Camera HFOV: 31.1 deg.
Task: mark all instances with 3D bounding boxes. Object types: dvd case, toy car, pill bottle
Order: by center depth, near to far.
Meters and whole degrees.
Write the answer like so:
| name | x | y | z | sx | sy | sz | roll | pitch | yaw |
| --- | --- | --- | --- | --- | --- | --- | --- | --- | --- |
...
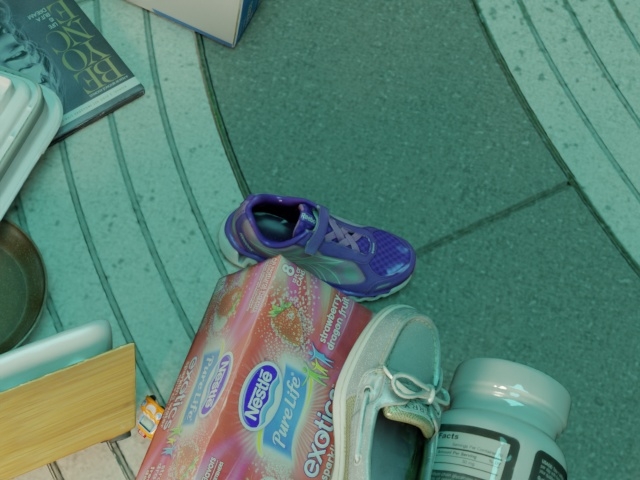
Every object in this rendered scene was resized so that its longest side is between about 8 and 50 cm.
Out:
| name | x | y | z | sx | sy | sz | roll | pitch | yaw |
| --- | --- | --- | --- | --- | --- | --- | --- | --- | --- |
| pill bottle | 0.166 | 0.275 | 1.200 | 0.162 | 0.162 | 0.278 | 21 | 63 | 1 |
| toy car | -0.152 | 0.221 | 1.233 | 0.122 | 0.060 | 0.040 | 42 | 75 | 12 |
| dvd case | -0.350 | -0.228 | 1.436 | 0.164 | 0.018 | 0.221 | -33 | 74 | -21 |

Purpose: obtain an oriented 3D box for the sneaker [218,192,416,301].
| name | x | y | z | sx | sy | sz | roll | pitch | yaw |
| --- | --- | --- | --- | --- | --- | --- | --- | --- | --- |
| sneaker | 0.000 | 0.000 | 1.336 | 0.236 | 0.104 | 0.095 | 14 | 62 | -4 |

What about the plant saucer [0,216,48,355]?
| name | x | y | z | sx | sy | sz | roll | pitch | yaw |
| --- | --- | --- | --- | --- | --- | --- | --- | --- | --- |
| plant saucer | -0.405 | 0.058 | 1.283 | 0.198 | 0.036 | 0.199 | 4 | 65 | -8 |

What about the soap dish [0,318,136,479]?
| name | x | y | z | sx | sy | sz | roll | pitch | yaw |
| --- | --- | --- | --- | --- | --- | --- | --- | --- | --- |
| soap dish | -0.322 | 0.184 | 1.141 | 0.291 | 0.229 | 0.118 | -20 | 86 | -17 |

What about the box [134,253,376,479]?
| name | x | y | z | sx | sy | sz | roll | pitch | yaw |
| --- | --- | --- | --- | --- | --- | --- | --- | --- | --- |
| box | -0.068 | 0.186 | 1.189 | 0.154 | 0.142 | 0.300 | 33 | 61 | -22 |

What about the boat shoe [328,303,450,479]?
| name | x | y | z | sx | sy | sz | roll | pitch | yaw |
| --- | --- | --- | --- | --- | --- | --- | --- | --- | --- |
| boat shoe | 0.071 | 0.213 | 1.128 | 0.118 | 0.103 | 0.320 | 35 | 61 | -33 |

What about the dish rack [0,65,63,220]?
| name | x | y | z | sx | sy | sz | roll | pitch | yaw |
| --- | --- | --- | --- | --- | --- | --- | --- | --- | --- |
| dish rack | -0.482 | -0.099 | 1.299 | 0.285 | 0.072 | 0.333 | 18 | 61 | 9 |

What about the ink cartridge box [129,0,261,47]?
| name | x | y | z | sx | sy | sz | roll | pitch | yaw |
| --- | --- | --- | --- | --- | --- | --- | --- | --- | --- |
| ink cartridge box | -0.142 | -0.440 | 1.507 | 0.223 | 0.129 | 0.307 | 24 | 64 | 3 |
